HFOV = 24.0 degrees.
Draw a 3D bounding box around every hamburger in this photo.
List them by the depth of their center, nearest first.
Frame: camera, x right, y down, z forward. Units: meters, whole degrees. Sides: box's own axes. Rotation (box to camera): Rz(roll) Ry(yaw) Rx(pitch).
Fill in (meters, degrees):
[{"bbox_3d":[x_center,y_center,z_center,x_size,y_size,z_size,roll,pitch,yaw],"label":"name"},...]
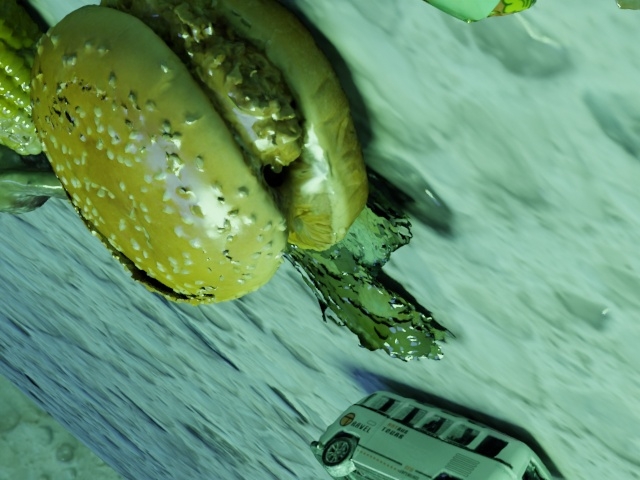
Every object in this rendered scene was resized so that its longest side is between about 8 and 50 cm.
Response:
[{"bbox_3d":[-0.065,-0.052,0.779,0.182,0.118,0.191,51,152,-16],"label":"hamburger"}]

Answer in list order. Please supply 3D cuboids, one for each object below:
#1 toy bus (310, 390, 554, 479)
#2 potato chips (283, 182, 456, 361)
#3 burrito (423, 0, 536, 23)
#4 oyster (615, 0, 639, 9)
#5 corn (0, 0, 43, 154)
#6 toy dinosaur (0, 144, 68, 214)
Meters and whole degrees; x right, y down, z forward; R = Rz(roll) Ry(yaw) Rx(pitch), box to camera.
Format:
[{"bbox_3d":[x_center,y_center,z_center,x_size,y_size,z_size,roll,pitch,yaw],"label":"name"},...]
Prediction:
[{"bbox_3d":[0.080,0.167,1.080,0.194,0.089,0.087,15,149,51],"label":"toy bus"},{"bbox_3d":[0.003,-0.003,0.933,0.202,0.029,0.220,25,155,37],"label":"potato chips"},{"bbox_3d":[-0.045,-0.150,0.505,0.288,0.054,0.104,22,-177,-35],"label":"burrito"},{"bbox_3d":[0.097,-0.112,0.439,0.103,0.051,0.148,33,177,9],"label":"oyster"},{"bbox_3d":[-0.271,-0.178,0.930,0.320,0.097,0.097,47,160,-31],"label":"corn"},{"bbox_3d":[-0.263,-0.055,1.177,0.162,0.077,0.294,10,-170,-37],"label":"toy dinosaur"}]
